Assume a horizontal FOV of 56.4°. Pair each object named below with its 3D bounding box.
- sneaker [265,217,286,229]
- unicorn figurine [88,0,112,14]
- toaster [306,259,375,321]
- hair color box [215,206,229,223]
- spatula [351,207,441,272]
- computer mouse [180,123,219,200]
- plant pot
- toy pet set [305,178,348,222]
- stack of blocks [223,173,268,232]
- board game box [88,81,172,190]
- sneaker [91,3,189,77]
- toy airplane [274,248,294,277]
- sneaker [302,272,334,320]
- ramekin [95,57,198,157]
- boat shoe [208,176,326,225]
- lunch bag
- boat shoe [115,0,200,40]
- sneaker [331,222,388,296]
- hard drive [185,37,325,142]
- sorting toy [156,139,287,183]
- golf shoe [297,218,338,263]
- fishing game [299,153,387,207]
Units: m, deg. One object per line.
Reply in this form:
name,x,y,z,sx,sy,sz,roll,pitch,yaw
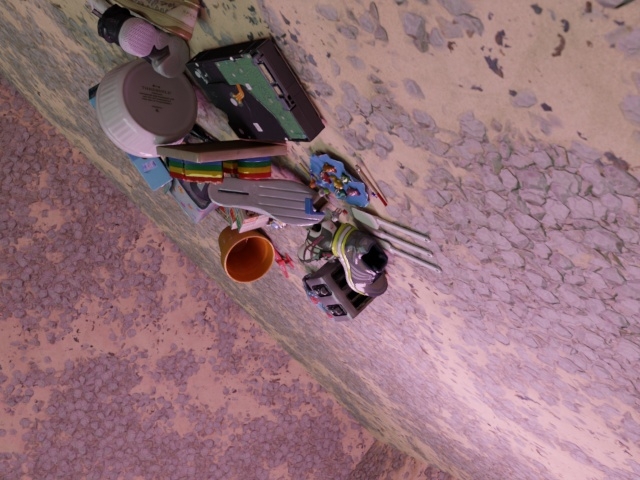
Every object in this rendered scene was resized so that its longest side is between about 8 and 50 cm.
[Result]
sneaker,-0.110,-0.067,1.856,0.069,0.084,0.185,49,160,-19
unicorn figurine,-0.611,-0.648,1.635,0.162,0.060,0.111,29,163,-13
toaster,0.081,0.130,1.794,0.168,0.186,0.110,54,157,-11
hair color box,-0.380,-0.128,2.320,0.141,0.043,0.072,45,161,-9
spatula,0.190,0.000,1.509,0.242,0.019,0.168,26,155,40
computer mouse,-0.406,-0.247,1.939,0.184,0.060,0.262,40,136,11
plant pot,-0.308,0.032,2.329,0.188,0.205,0.205,44,169,50
toy pet set,-0.006,-0.095,1.554,0.122,0.065,0.114,47,171,-19
stack of blocks,-0.242,-0.118,1.892,0.297,0.087,0.171,140,113,-72
board game box,-0.619,-0.348,1.943,0.336,0.079,0.254,60,173,-29
sneaker,-0.433,-0.490,1.446,0.153,0.101,0.268,33,-173,15
toy airplane,-0.147,0.079,2.332,0.151,0.028,0.151,46,156,27
sneaker,0.020,0.199,2.154,0.262,0.104,0.125,24,152,43
ramekin,-0.461,-0.370,1.631,0.127,0.273,0.273,-8,128,51
boat shoe,-0.142,-0.129,1.677,0.335,0.121,0.119,14,-166,5
lunch bag,-0.474,-0.213,2.148,0.262,0.160,0.223,50,159,-4
boat shoe,-0.378,-0.546,1.358,0.285,0.089,0.104,34,-166,24
sneaker,0.131,0.074,1.640,0.121,0.111,0.300,23,160,38
hard drive,-0.157,-0.340,1.384,0.339,0.064,0.237,16,148,54
sorting toy,-0.261,-0.207,1.575,0.255,0.257,0.089,17,113,51
golf shoe,0.000,0.000,1.803,0.273,0.105,0.120,-11,107,62
fishing game,0.040,-0.141,1.467,0.264,0.041,0.189,16,152,53
